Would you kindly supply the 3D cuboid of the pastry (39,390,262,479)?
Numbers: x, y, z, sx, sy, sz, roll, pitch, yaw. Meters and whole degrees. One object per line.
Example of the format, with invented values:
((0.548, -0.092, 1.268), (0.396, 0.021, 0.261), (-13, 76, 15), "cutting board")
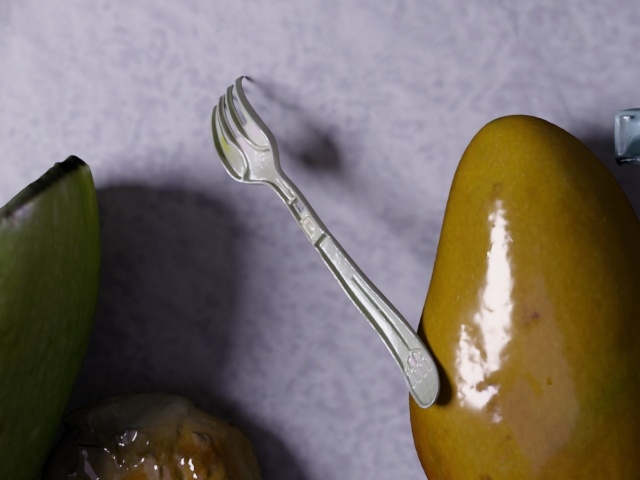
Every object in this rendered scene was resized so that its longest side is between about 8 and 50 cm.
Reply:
((-0.096, 0.159, 0.901), (0.153, 0.081, 0.153), (4, 112, 11), "pastry")

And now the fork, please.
((-0.004, -0.001, 0.801), (0.034, 0.028, 0.219), (-44, 62, 21), "fork")

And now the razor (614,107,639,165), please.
((0.262, -0.045, 0.705), (0.277, 0.056, 0.111), (5, 100, 42), "razor")

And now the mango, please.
((0.110, 0.063, 0.790), (0.138, 0.113, 0.253), (-7, 100, 22), "mango")

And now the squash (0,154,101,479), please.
((-0.243, 0.074, 0.840), (0.210, 0.233, 0.309), (22, 112, 8), "squash")
